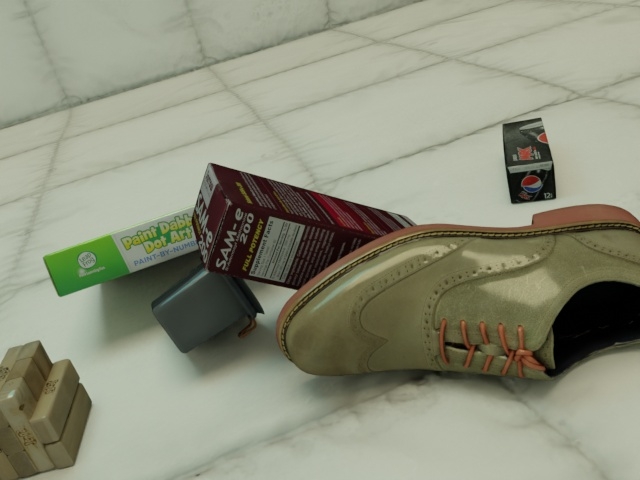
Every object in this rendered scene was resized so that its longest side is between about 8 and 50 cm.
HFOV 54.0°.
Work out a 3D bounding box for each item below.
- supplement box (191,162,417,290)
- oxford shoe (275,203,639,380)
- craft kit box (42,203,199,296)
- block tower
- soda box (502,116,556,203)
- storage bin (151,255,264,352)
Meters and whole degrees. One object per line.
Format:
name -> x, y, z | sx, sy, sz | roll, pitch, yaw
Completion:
supplement box -> 0.000, 0.000, 0.632 | 0.239, 0.073, 0.130 | 14, 17, -22
oxford shoe -> 0.133, 0.059, 0.530 | 0.348, 0.123, 0.130 | -16, 32, 1
craft kit box -> -0.198, -0.007, 0.817 | 0.250, 0.061, 0.246 | -20, 3, -7
block tower -> -0.400, 0.190, 0.590 | 0.335, 0.091, 0.097 | -15, 26, -1
soda box -> 0.282, -0.112, 0.856 | 0.060, 0.053, 0.169 | -7, 28, 17
storage bin -> -0.124, 0.072, 0.671 | 0.091, 0.098, 0.135 | -36, 8, -13
